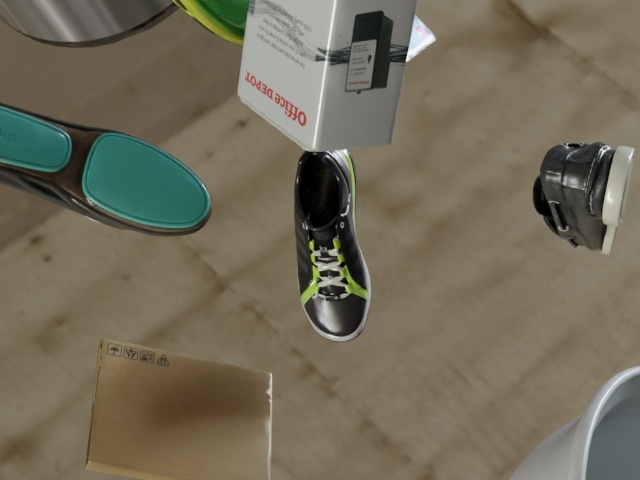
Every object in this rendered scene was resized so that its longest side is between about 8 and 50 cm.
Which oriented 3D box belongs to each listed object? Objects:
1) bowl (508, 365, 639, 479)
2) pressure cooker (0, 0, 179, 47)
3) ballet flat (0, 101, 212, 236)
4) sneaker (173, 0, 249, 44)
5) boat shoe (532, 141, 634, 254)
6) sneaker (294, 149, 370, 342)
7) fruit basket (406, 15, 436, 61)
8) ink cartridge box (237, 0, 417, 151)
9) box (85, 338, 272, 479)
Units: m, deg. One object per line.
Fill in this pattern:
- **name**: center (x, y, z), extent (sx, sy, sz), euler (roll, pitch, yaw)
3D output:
- **bowl**: center (0.178, 0.231, 0.782), extent (0.134, 0.298, 0.298), euler (-26, -5, 36)
- **pressure cooker**: center (-0.336, -0.487, 1.687), extent (0.375, 0.370, 0.420), euler (-50, -24, -10)
- **ballet flat**: center (-0.245, -0.072, 1.386), extent (0.096, 0.280, 0.095), euler (133, 158, -69)
- **sneaker**: center (-0.053, -0.279, 1.554), extent (0.295, 0.109, 0.123), euler (10, -68, -38)
- **boat shoe**: center (0.311, -0.055, 1.654), extent (0.340, 0.113, 0.127), euler (6, -85, -78)
- **sneaker**: center (0.000, 0.000, 1.535), extent (0.084, 0.235, 0.097), euler (-7, 0, 15)
- **fruit basket**: center (-0.011, -0.354, 1.990), extent (0.165, 0.327, 0.353), euler (-55, -8, 30)
- **ink cartridge box**: center (0.007, -0.198, 1.188), extent (0.087, 0.153, 0.208), euler (-5, -62, -30)
- **box**: center (-0.150, 0.195, 1.501), extent (0.201, 0.164, 0.021), euler (13, -44, -16)
